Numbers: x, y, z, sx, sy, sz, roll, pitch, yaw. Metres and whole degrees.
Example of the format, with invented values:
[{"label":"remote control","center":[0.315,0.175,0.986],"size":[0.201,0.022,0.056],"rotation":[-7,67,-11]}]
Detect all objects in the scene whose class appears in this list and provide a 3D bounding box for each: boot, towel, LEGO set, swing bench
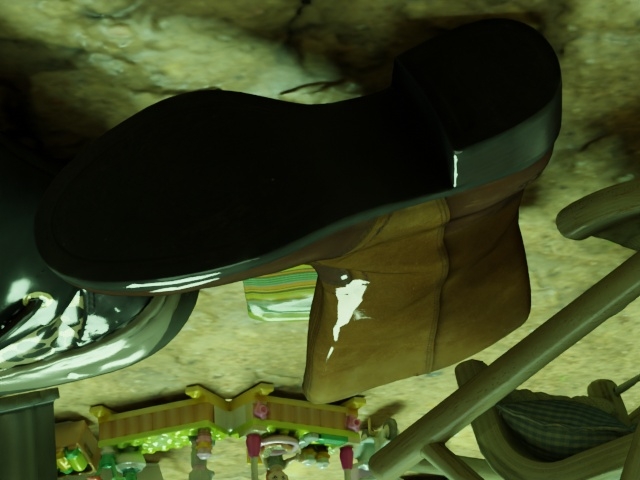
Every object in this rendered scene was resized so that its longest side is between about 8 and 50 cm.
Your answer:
[{"label":"boot","center":[-0.280,0.017,0.973],"size":[0.377,0.138,0.284],"rotation":[-14,157,15]},{"label":"towel","center":[0.000,0.000,1.128],"size":[0.102,0.021,0.237],"rotation":[-5,157,1]},{"label":"LEGO set","center":[-0.074,0.176,1.431],"size":[0.287,0.107,0.132],"rotation":[1,157,-11]},{"label":"boot","center":[-0.006,0.010,1.008],"size":[0.264,0.096,0.280],"rotation":[-26,157,-12]},{"label":"swing bench","center":[0.206,0.083,1.089],"size":[0.254,0.165,0.253],"rotation":[-56,150,10]}]

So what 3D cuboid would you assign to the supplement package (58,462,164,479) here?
[{"label":"supplement package","center":[-0.259,0.298,1.549],"size":[0.204,0.145,0.262],"rotation":[5,148,-48]}]

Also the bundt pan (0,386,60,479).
[{"label":"bundt pan","center":[-0.322,0.189,1.267],"size":[0.331,0.124,0.331],"rotation":[-12,178,0]}]
